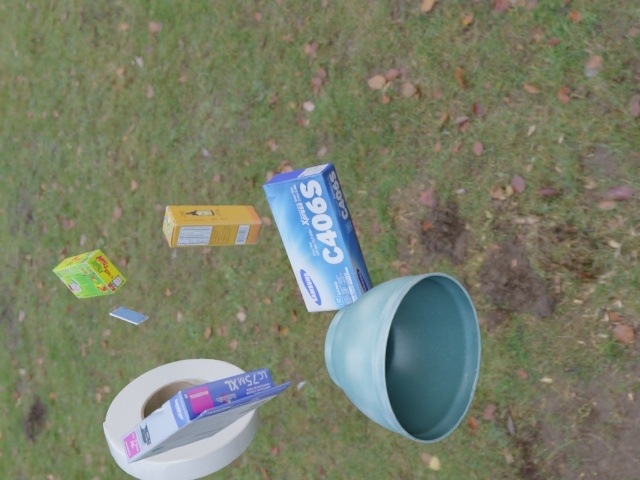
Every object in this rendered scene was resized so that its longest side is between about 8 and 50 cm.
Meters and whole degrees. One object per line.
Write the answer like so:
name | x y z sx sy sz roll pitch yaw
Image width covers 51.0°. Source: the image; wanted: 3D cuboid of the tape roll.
tape roll | -0.350 0.447 1.715 0.392 0.392 0.072 28 132 45

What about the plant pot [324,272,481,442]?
plant pot | 0.133 0.203 1.231 0.196 0.293 0.293 -1 87 44

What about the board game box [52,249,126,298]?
board game box | -0.516 0.078 1.492 0.181 0.043 0.092 -11 123 46

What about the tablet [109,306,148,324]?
tablet | -0.487 0.192 1.706 0.083 0.054 0.006 18 109 13

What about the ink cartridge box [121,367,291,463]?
ink cartridge box | -0.208 0.305 1.189 0.311 0.185 0.065 -38 68 43

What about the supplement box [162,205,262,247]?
supplement box | -0.269 -0.037 1.673 0.078 0.233 0.080 58 136 42

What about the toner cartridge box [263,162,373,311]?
toner cartridge box | 0.000 0.000 1.614 0.165 0.075 0.348 -9 111 30
